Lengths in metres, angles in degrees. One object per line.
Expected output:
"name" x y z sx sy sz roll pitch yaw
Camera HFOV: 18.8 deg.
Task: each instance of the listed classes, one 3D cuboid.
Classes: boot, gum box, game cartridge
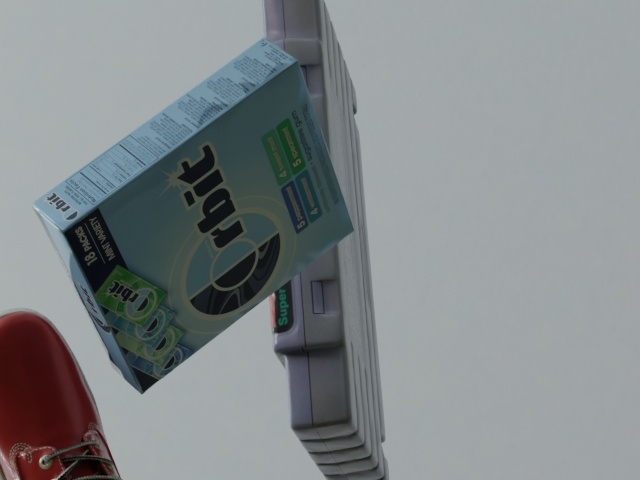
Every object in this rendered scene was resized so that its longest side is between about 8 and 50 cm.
"boot" -0.144 0.157 1.244 0.176 0.088 0.244 -11 -83 60
"gum box" -0.075 -0.014 1.227 0.184 0.041 0.157 -37 -43 -17
"game cartridge" 0.000 0.000 1.500 0.068 0.355 0.230 -9 -21 11
